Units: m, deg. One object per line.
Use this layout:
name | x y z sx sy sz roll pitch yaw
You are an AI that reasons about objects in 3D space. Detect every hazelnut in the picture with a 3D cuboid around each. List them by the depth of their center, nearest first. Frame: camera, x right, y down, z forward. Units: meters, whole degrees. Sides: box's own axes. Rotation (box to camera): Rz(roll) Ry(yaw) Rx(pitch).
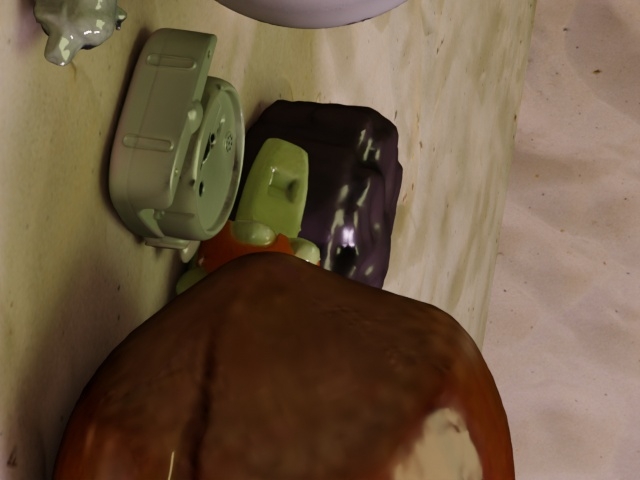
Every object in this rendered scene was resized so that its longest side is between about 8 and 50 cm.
hazelnut | -0.026 0.194 1.234 0.315 0.372 0.372 -115 -153 -70

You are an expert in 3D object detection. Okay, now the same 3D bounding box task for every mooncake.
mooncake | 0.000 0.000 1.643 0.283 0.141 0.283 10 90 -77

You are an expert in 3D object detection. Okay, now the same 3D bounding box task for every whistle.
whistle | -0.061 0.045 1.444 0.106 0.131 0.288 -25 -134 63

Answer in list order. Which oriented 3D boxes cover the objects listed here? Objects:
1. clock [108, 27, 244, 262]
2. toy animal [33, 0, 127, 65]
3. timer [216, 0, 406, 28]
clock | -0.107 -0.067 1.326 0.191 0.062 0.151 67 33 -65
toy animal | -0.145 -0.221 1.045 0.121 0.094 0.225 -64 157 -76
timer | -0.003 -0.295 1.247 0.285 0.285 0.285 7 90 -76
